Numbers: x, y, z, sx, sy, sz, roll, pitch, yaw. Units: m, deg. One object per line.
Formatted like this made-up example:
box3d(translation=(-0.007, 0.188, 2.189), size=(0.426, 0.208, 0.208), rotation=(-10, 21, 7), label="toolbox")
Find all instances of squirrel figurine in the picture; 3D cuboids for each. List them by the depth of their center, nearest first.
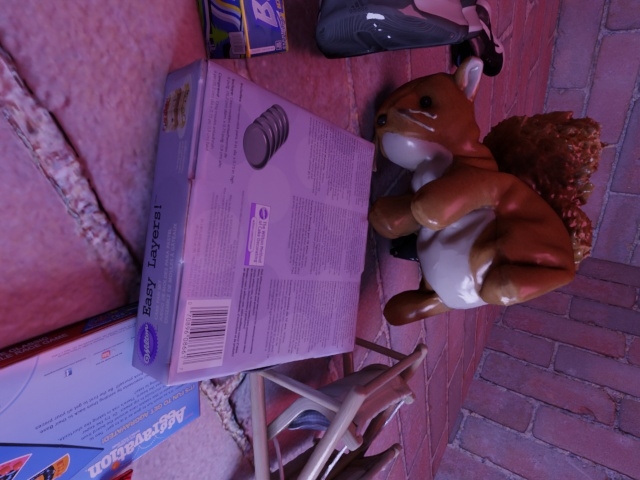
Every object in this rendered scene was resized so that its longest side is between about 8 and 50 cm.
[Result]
box3d(translation=(0.261, -0.094, 0.684), size=(0.397, 0.281, 0.370), rotation=(-14, 79, -21), label="squirrel figurine")

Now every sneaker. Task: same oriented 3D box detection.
box3d(translation=(0.105, -0.371, 0.499), size=(0.447, 0.169, 0.257), rotation=(-46, 134, -53), label="sneaker")
box3d(translation=(0.354, -0.421, 0.946), size=(0.217, 0.079, 0.121), rotation=(35, 75, -48), label="sneaker")

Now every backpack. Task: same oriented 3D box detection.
box3d(translation=(0.229, -0.043, 0.846), size=(0.115, 0.152, 0.181), rotation=(0, 99, -74), label="backpack")

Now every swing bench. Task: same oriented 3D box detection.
box3d(translation=(0.016, 0.266, 0.587), size=(0.253, 0.165, 0.254), rotation=(2, 100, -59), label="swing bench")

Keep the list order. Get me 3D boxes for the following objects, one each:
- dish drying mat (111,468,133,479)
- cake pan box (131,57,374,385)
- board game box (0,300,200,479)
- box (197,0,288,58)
box3d(translation=(-0.190, 0.241, 0.371), size=(0.032, 0.008, 0.083), rotation=(-12, 132, -54), label="dish drying mat")
box3d(translation=(-0.045, -0.001, 0.416), size=(0.246, 0.070, 0.266), rotation=(6, 89, -48), label="cake pan box")
box3d(translation=(-0.210, 0.143, 0.309), size=(0.281, 0.027, 0.145), rotation=(-20, 117, -54), label="board game box")
box3d(translation=(-0.073, -0.245, 0.346), size=(0.059, 0.054, 0.168), rotation=(-38, 133, -45), label="box")
